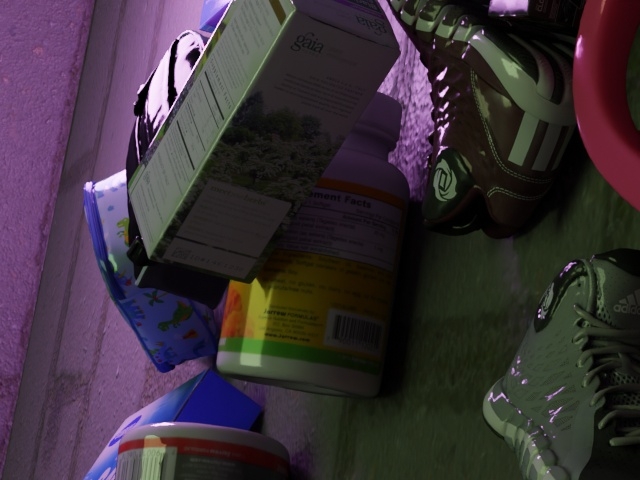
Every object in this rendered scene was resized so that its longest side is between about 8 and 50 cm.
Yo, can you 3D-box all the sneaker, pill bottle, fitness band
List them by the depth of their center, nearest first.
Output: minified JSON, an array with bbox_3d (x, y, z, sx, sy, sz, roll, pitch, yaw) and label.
[{"bbox_3d":[0.220,-0.106,0.738,0.291,0.054,0.209,-120,46,-62],"label":"fitness band"},{"bbox_3d":[0.157,0.072,0.761,0.229,0.086,0.132,-139,65,-70],"label":"sneaker"},{"bbox_3d":[0.094,-0.094,1.022,0.281,0.106,0.162,-118,41,-62],"label":"sneaker"},{"bbox_3d":[0.000,0.000,1.175,0.136,0.136,0.245,164,117,-69],"label":"pill bottle"},{"bbox_3d":[-0.118,0.318,1.275,0.161,0.161,0.283,140,138,-61],"label":"pill bottle"}]

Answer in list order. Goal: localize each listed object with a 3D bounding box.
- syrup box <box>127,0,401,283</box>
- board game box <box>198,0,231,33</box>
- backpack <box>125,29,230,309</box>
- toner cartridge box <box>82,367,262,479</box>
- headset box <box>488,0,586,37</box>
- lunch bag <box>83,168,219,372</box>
[{"bbox_3d":[-0.047,-0.089,1.063,0.237,0.093,0.096,-57,35,27],"label":"syrup box"},{"bbox_3d":[-0.039,-0.379,1.623,0.347,0.078,0.233,167,114,-70],"label":"board game box"},{"bbox_3d":[-0.106,-0.083,1.451,0.225,0.191,0.253,-61,32,30],"label":"backpack"},{"bbox_3d":[-0.188,0.255,1.560,0.165,0.075,0.348,-55,9,-26],"label":"toner cartridge box"},{"bbox_3d":[0.152,-0.152,0.913,0.062,0.083,0.032,-155,77,-72],"label":"headset box"},{"bbox_3d":[-0.192,0.031,1.619,0.219,0.090,0.176,66,-176,-51],"label":"lunch bag"}]
